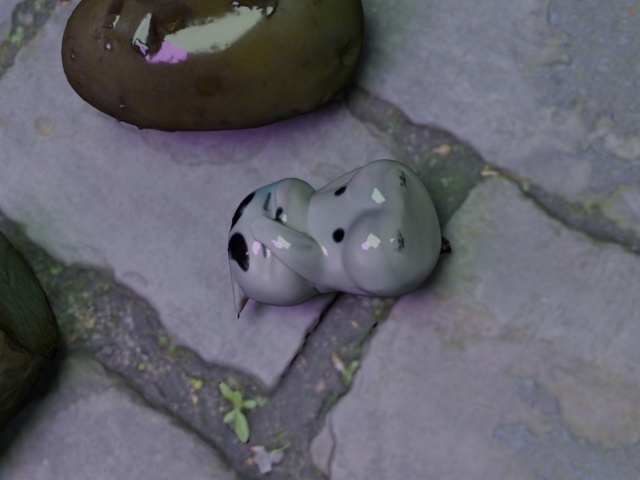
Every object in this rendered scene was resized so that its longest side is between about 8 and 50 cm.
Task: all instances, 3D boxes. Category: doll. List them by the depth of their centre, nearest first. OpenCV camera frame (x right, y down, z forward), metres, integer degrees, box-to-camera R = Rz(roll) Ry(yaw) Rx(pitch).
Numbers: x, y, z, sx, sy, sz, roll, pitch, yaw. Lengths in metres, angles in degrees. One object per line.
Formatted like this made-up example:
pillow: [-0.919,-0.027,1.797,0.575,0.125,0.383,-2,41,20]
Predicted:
doll: [0.005,-0.002,1.375,0.181,0.107,0.110,-5,62,20]

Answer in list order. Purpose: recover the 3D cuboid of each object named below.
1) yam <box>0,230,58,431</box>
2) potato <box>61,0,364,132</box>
yam: [-0.345,0.130,1.443,0.168,0.168,0.304,37,89,28]
potato: [-0.093,-0.165,1.448,0.262,0.165,0.165,-13,68,12]
